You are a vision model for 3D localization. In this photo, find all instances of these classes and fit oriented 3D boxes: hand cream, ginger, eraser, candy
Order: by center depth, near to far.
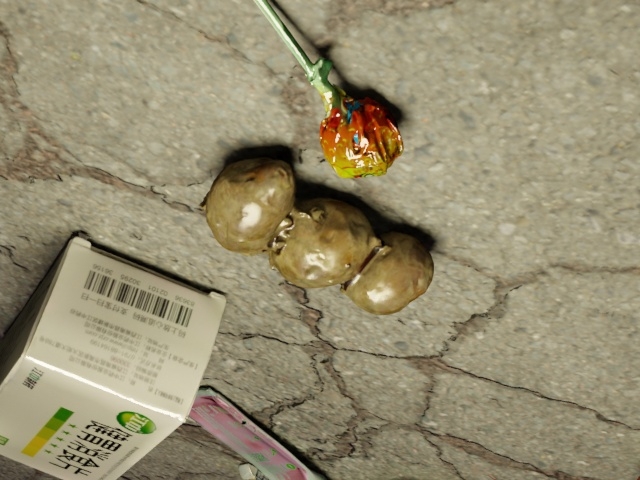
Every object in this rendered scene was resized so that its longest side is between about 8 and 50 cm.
[{"bbox_3d":[-0.007,-0.121,0.929,0.060,0.060,0.201,-9,133,36],"label":"candy"},{"bbox_3d":[0.000,0.000,1.080,0.204,0.080,0.104,29,142,-16],"label":"ginger"},{"bbox_3d":[-0.074,0.259,1.581,0.079,0.050,0.275,-32,123,21],"label":"hand cream"},{"bbox_3d":[-0.067,0.320,1.691,0.099,0.019,0.027,35,145,-29],"label":"eraser"}]

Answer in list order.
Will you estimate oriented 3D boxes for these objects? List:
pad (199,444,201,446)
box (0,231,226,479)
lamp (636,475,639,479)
[{"bbox_3d":[-0.061,0.365,1.580,0.250,0.055,0.323,41,172,36],"label":"pad"},{"bbox_3d":[-0.245,0.139,1.365,0.173,0.145,0.333,24,148,-15],"label":"box"},{"bbox_3d":[0.390,0.300,1.304,0.188,0.164,0.187,4,124,6],"label":"lamp"}]
